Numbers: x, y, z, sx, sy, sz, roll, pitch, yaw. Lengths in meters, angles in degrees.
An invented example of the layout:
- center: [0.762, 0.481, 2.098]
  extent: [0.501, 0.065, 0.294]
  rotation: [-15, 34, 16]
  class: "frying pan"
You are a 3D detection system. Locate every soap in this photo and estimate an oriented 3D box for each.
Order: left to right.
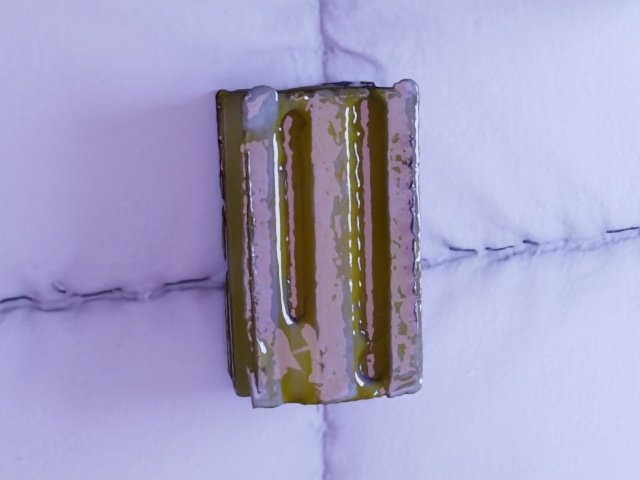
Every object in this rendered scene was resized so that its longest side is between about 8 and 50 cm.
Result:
- center: [0.000, 0.000, 1.218]
  extent: [0.135, 0.076, 0.233]
  rotation: [-4, 100, -16]
  class: "soap"
